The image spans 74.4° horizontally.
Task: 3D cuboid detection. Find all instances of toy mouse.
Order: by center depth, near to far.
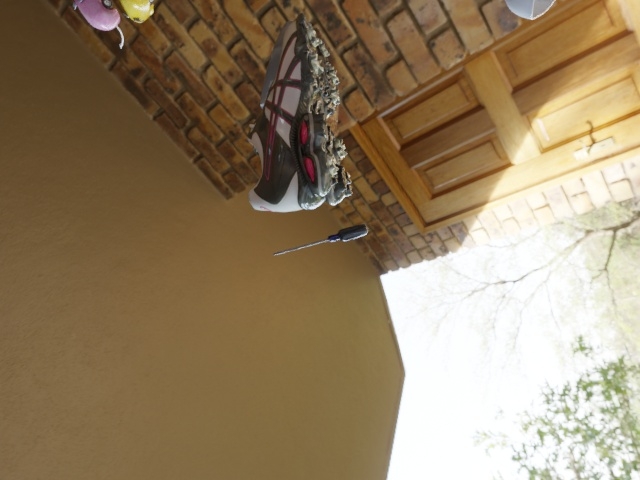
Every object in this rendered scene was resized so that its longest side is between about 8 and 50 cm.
[{"bbox_3d":[-0.273,-0.302,0.499,0.143,0.161,0.031,26,-119,-14],"label":"toy mouse"}]

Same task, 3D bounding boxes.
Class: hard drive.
[{"bbox_3d":[-0.023,-0.250,0.718,0.172,0.054,0.255,55,-148,-43],"label":"hard drive"}]

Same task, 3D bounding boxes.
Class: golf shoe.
[{"bbox_3d":[-0.039,-0.163,0.521,0.105,0.120,0.273,41,-139,-57],"label":"golf shoe"}]

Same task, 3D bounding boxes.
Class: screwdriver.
[{"bbox_3d":[0.000,0.000,0.723,0.025,0.170,0.024,-116,15,-60],"label":"screwdriver"}]

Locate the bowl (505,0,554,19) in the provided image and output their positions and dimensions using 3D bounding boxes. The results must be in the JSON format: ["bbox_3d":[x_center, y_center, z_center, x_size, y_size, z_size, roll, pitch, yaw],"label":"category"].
[{"bbox_3d":[0.309,-0.403,0.602,0.142,0.053,0.142,-42,-39,-35],"label":"bowl"}]
